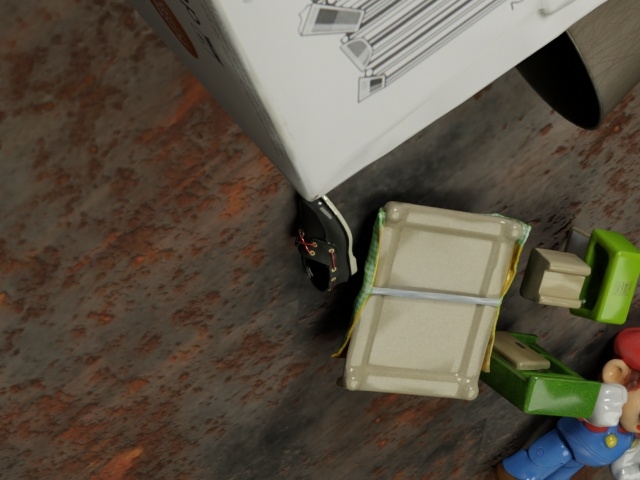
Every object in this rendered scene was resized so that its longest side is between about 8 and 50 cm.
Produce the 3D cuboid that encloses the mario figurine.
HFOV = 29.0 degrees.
[{"bbox_3d":[0.371,0.249,1.558,0.320,0.170,0.198,-50,176,28],"label":"mario figurine"}]

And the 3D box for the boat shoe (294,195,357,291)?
[{"bbox_3d":[0.001,0.001,1.106,0.042,0.049,0.133,-37,148,-15],"label":"boat shoe"}]

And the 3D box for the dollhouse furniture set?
[{"bbox_3d":[0.146,0.055,1.270,0.302,0.151,0.197,8,104,-23],"label":"dollhouse furniture set"}]

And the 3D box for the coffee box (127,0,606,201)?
[{"bbox_3d":[0.000,-0.296,0.562,0.338,0.334,0.337,-35,142,-8],"label":"coffee box"}]

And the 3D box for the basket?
[{"bbox_3d":[0.252,-0.232,0.991,0.227,0.154,0.204,-40,134,-4],"label":"basket"}]
